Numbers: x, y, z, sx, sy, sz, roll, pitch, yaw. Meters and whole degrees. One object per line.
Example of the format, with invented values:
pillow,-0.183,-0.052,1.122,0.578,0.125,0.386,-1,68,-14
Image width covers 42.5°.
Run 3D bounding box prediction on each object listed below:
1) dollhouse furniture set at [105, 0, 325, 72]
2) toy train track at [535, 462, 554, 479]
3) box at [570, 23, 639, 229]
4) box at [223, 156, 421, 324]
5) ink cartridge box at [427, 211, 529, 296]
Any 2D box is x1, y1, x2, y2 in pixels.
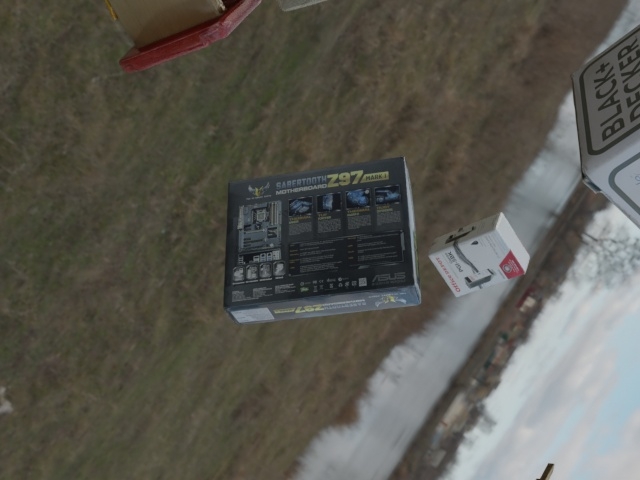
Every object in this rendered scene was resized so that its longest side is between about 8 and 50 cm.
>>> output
dollhouse furniture set,-0.027,-0.281,0.598,0.201,0.374,0.152,63,33,-28
toy train track,0.180,0.196,0.633,0.048,0.014,0.083,-55,-178,-17
box,0.264,-0.077,0.312,0.290,0.169,0.087,-39,-156,35
box,0.000,0.000,1.008,0.059,0.233,0.183,66,19,-59
ink cartridge box,0.264,0.026,1.376,0.135,0.099,0.056,-25,-160,35
